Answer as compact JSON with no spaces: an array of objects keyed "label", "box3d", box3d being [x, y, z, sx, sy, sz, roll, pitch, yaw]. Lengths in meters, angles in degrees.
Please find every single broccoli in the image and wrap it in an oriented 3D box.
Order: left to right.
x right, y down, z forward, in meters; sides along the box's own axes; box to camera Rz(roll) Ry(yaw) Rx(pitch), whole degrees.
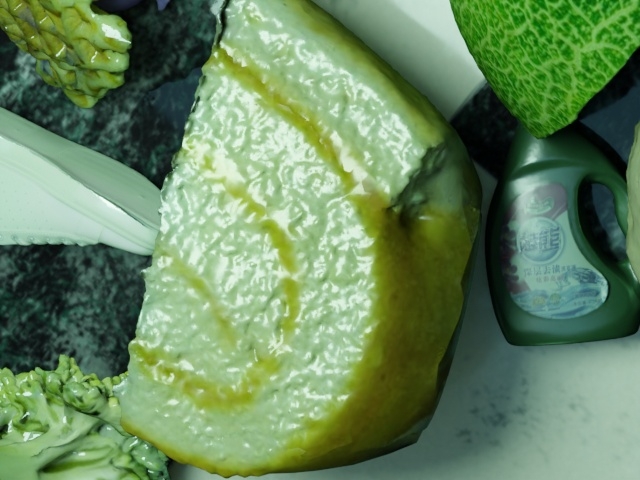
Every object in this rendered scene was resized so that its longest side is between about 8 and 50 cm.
[{"label":"broccoli","box3d":[-0.252,0.223,1.470,0.263,0.243,0.247,-22,63,24]}]

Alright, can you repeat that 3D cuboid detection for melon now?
[{"label":"melon","box3d":[0.207,-0.252,1.231,0.226,0.343,0.331,2,84,-1]}]

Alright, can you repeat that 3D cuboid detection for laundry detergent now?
[{"label":"laundry detergent","box3d":[0.205,-0.020,1.411,0.137,0.063,0.211,-4,94,14]}]

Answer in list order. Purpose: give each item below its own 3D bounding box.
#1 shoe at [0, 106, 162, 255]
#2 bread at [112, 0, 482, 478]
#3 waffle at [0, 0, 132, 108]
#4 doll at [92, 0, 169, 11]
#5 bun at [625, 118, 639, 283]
[{"label":"shoe","box3d":[-0.250,-0.034,1.525,0.265,0.095,0.110,30,110,15]},{"label":"bread","box3d":[0.007,-0.006,1.382,0.264,0.239,0.395,18,101,8]},{"label":"waffle","box3d":[-0.255,-0.210,1.449,0.054,0.204,0.223,-43,96,-18]},{"label":"doll","box3d":[-0.138,-0.265,1.465,0.206,0.067,0.110,-34,119,6]},{"label":"bun","box3d":[0.400,-0.069,1.268,0.326,0.234,0.362,26,88,4]}]
